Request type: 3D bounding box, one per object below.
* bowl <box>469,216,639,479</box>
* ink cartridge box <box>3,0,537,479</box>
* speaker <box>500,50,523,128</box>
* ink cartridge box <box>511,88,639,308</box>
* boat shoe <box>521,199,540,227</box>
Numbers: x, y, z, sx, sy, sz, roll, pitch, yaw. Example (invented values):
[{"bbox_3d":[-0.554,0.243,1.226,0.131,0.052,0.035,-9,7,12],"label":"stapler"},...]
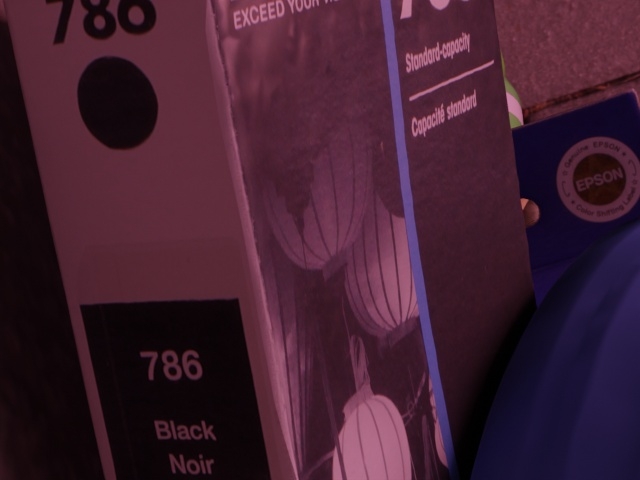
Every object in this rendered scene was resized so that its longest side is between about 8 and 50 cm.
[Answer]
[{"bbox_3d":[0.186,0.173,0.507,0.391,0.077,0.391,20,63,-45],"label":"bowl"},{"bbox_3d":[0.000,0.000,0.432,0.165,0.065,0.333,-31,113,-58],"label":"ink cartridge box"},{"bbox_3d":[0.013,-0.149,0.794,0.131,0.131,0.296,46,28,-65],"label":"speaker"},{"bbox_3d":[0.097,0.140,0.628,0.069,0.175,0.371,5,68,-76],"label":"ink cartridge box"},{"bbox_3d":[0.119,0.043,1.083,0.285,0.089,0.104,-89,158,-56],"label":"boat shoe"}]
